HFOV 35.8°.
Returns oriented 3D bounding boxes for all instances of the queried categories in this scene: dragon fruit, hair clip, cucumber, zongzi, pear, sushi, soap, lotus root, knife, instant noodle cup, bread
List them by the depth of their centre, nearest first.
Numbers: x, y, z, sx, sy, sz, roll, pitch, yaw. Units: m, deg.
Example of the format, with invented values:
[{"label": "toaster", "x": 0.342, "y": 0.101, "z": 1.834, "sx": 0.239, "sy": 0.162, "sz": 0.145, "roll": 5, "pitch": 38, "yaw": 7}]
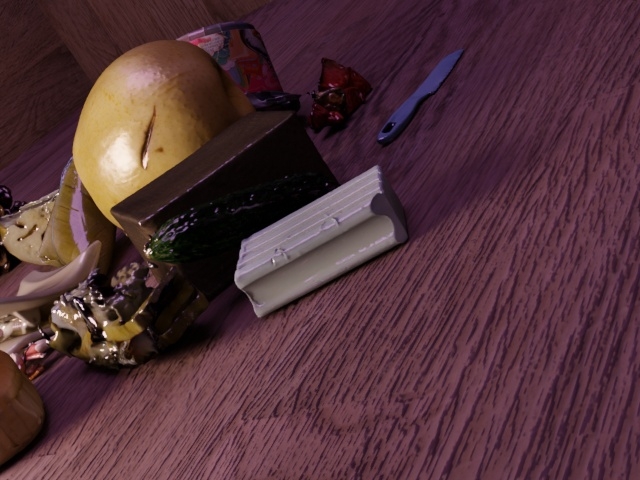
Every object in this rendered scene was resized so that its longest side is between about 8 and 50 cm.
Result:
[{"label": "soap", "x": 0.000, "y": 0.000, "z": 1.161, "sx": 0.198, "sy": 0.066, "sz": 0.119, "roll": -29, "pitch": 21, "yaw": 12}, {"label": "cucumber", "x": -0.095, "y": -0.029, "z": 1.250, "sx": 0.265, "sy": 0.077, "sz": 0.077, "roll": -18, "pitch": 9, "yaw": -32}, {"label": "sushi", "x": -0.245, "y": 0.085, "z": 1.255, "sx": 0.291, "sy": 0.131, "sz": 0.139, "roll": -19, "pitch": 25, "yaw": 54}, {"label": "bread", "x": -0.438, "y": 0.214, "z": 1.274, "sx": 0.140, "sy": 0.106, "sz": 0.236, "roll": -40, "pitch": 20, "yaw": -14}, {"label": "knife", "x": 0.161, "y": -0.231, "z": 1.544, "sx": 0.044, "sy": 0.019, "sz": 0.313, "roll": -8, "pitch": 30, "yaw": 36}, {"label": "hair clip", "x": -0.457, "y": 0.115, "z": 1.554, "sx": 0.172, "sy": 0.113, "sz": 0.282, "roll": -22, "pitch": 8, "yaw": 28}, {"label": "pear", "x": -0.246, "y": -0.161, "z": 1.590, "sx": 0.309, "sy": 0.309, "sz": 0.309, "roll": -29, "pitch": 20, "yaw": 11}, {"label": "dragon fruit", "x": 0.003, "y": -0.249, "z": 1.714, "sx": 0.122, "sy": 0.092, "sz": 0.192, "roll": -24, "pitch": 21, "yaw": 25}, {"label": "zongzi", "x": -0.394, "y": -0.046, "z": 1.724, "sx": 0.256, "sy": 0.115, "sz": 0.228, "roll": 17, "pitch": 90, "yaw": 60}, {"label": "instant noodle cup", "x": -0.184, "y": -0.296, "z": 1.848, "sx": 0.302, "sy": 0.181, "sz": 0.258, "roll": -18, "pitch": -1, "yaw": 29}, {"label": "lotus root", "x": -0.515, "y": -0.038, "z": 1.955, "sx": 0.235, "sy": 0.138, "sz": 0.119, "roll": -32, "pitch": 25, "yaw": 2}]

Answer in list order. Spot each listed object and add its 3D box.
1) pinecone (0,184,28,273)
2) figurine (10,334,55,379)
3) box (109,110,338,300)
[{"label": "pinecone", "x": -0.755, "y": -0.013, "z": 2.152, "sx": 0.243, "sy": 0.243, "sz": 0.257, "roll": -26, "pitch": -10, "yaw": 19}, {"label": "figurine", "x": -0.414, "y": 0.169, "z": 1.435, "sx": 0.109, "sy": 0.047, "sz": 0.064, "roll": -37, "pitch": 16, "yaw": -21}, {"label": "box", "x": -0.135, "y": -0.052, "z": 1.387, "sx": 0.273, "sy": 0.143, "sz": 0.184, "roll": -38, "pitch": 20, "yaw": -18}]
